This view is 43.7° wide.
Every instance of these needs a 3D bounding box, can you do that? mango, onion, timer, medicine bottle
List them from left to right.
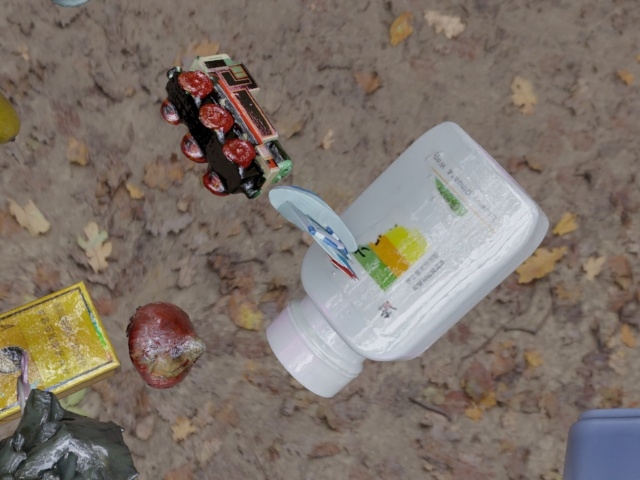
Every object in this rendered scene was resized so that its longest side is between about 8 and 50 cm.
[{"bbox_3d":[-0.597,-0.245,1.308,0.091,0.137,0.237,-50,138,-2],"label":"mango"},{"bbox_3d":[-0.302,0.207,1.615,0.147,0.184,0.184,-6,84,15],"label":"onion"},{"bbox_3d":[0.079,0.028,0.830,0.296,0.111,0.161,-44,66,15],"label":"medicine bottle"},{"bbox_3d":[0.571,0.380,1.139,0.395,0.395,0.173,25,63,-9],"label":"timer"}]

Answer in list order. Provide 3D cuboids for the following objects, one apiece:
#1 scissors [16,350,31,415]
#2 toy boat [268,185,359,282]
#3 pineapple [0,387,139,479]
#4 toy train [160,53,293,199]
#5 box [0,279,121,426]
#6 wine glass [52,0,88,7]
[{"bbox_3d":[-0.471,0.249,1.273,0.022,0.176,0.085,8,109,-28],"label":"scissors"},{"bbox_3d":[-0.008,-0.009,0.732,0.105,0.149,0.034,40,106,-6],"label":"toy boat"},{"bbox_3d":[-0.189,0.151,0.411,0.111,0.237,0.119,-39,89,21],"label":"pineapple"},{"bbox_3d":[-0.077,-0.097,0.691,0.087,0.050,0.138,-21,72,-42],"label":"toy train"},{"bbox_3d":[-0.567,0.228,1.556,0.301,0.084,0.193,-24,75,-20],"label":"box"},{"bbox_3d":[-0.412,-0.538,1.190,0.096,0.264,0.309,-3,39,-48],"label":"wine glass"}]
